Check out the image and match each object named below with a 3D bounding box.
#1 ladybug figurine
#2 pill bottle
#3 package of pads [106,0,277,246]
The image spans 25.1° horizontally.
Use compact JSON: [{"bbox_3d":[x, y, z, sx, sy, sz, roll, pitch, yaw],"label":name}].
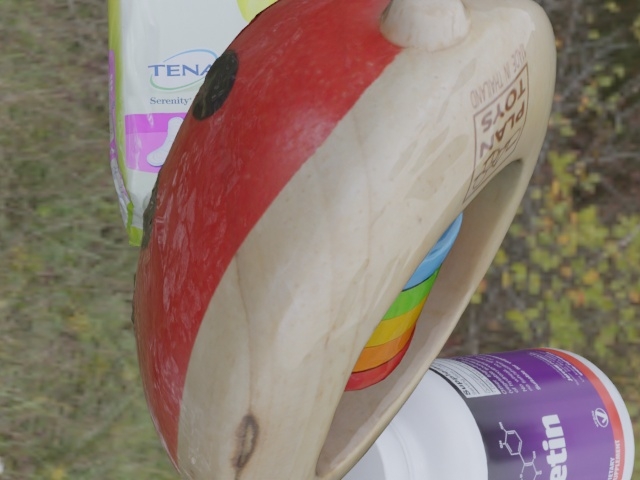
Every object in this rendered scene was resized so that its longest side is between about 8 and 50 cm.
[{"bbox_3d":[0.000,0.000,0.875,0.305,0.162,0.449,-43,162,-37],"label":"ladybug figurine"},{"bbox_3d":[0.122,0.193,1.271,0.323,0.181,0.181,-1,92,-45],"label":"pill bottle"},{"bbox_3d":[-0.052,-0.143,1.110,0.101,0.229,0.296,108,-21,-67],"label":"package of pads"}]
